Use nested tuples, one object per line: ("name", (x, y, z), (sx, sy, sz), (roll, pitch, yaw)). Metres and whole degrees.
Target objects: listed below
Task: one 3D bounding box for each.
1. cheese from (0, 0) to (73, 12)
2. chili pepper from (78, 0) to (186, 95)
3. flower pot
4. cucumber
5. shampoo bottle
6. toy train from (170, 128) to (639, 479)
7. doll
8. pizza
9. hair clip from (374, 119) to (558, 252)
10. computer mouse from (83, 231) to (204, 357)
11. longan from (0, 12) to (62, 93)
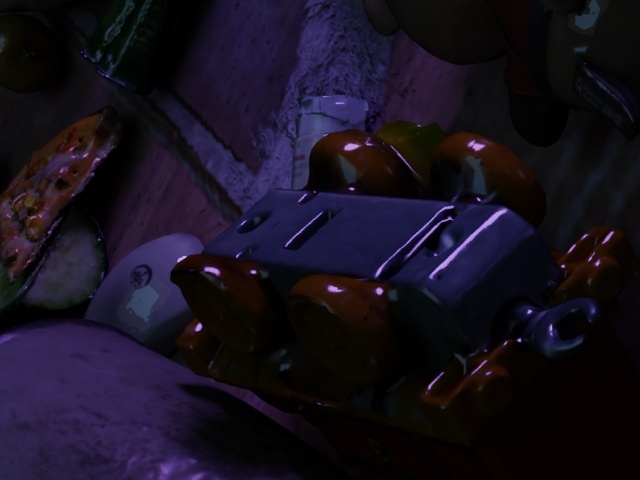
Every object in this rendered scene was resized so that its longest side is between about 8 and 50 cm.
("cheese", (-0.247, -0.360, 1.726), (0.318, 0.115, 0.326), (-58, 45, 22))
("chili pepper", (-0.119, -0.233, 1.597), (0.227, 0.059, 0.088), (-59, 40, 17))
("flower pot", (-0.100, 0.234, 1.306), (0.330, 0.294, 0.293), (19, 95, 42))
("cucumber", (-0.277, 0.068, 1.691), (0.244, 0.063, 0.115), (-30, 27, 43))
("shampoo bottle", (0.000, 0.000, 1.408), (0.072, 0.049, 0.212), (-10, 73, 51))
("toy train", (0.065, 0.065, 1.188), (0.163, 0.231, 0.369), (-41, 23, -23))
("doll", (0.141, -0.177, 1.200), (0.330, 0.174, 0.235), (42, 120, 44))
("pizza", (-0.248, -0.027, 1.653), (0.185, 0.036, 0.176), (-29, 29, 48))
("hair clip", (0.094, -0.025, 1.300), (0.173, 0.072, 0.046), (46, 142, 38))
("computer mouse", (-0.157, 0.066, 1.567), (0.181, 0.056, 0.089), (-51, 43, 29))
("longan", (-0.266, -0.167, 1.729), (0.083, 0.075, 0.075), (-176, 97, -71))
